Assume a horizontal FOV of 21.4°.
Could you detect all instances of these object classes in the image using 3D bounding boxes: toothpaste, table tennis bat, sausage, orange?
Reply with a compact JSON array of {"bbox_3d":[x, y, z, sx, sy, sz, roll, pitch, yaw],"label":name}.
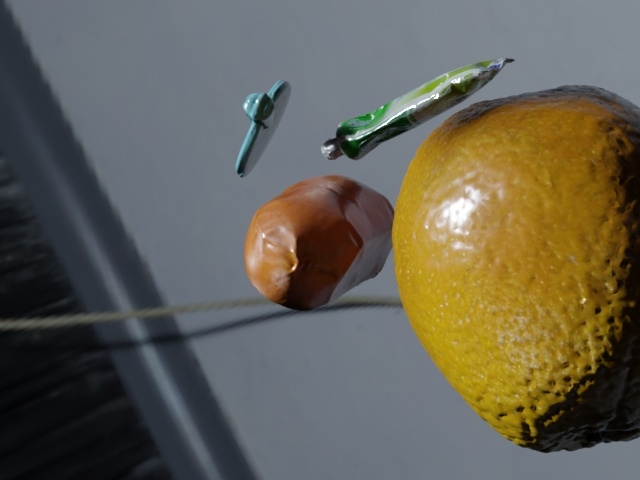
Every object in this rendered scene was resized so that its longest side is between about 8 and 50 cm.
[{"bbox_3d":[0.099,-0.143,1.851,0.248,0.078,0.047,-25,90,34],"label":"toothpaste"},{"bbox_3d":[-0.069,-0.136,1.949,0.033,0.201,0.124,26,83,3],"label":"table tennis bat"},{"bbox_3d":[-0.002,-0.001,1.793,0.133,0.258,0.133,5,105,20],"label":"sausage"},{"bbox_3d":[0.236,0.027,1.677,0.322,0.322,0.357,-17,77,39],"label":"orange"}]
